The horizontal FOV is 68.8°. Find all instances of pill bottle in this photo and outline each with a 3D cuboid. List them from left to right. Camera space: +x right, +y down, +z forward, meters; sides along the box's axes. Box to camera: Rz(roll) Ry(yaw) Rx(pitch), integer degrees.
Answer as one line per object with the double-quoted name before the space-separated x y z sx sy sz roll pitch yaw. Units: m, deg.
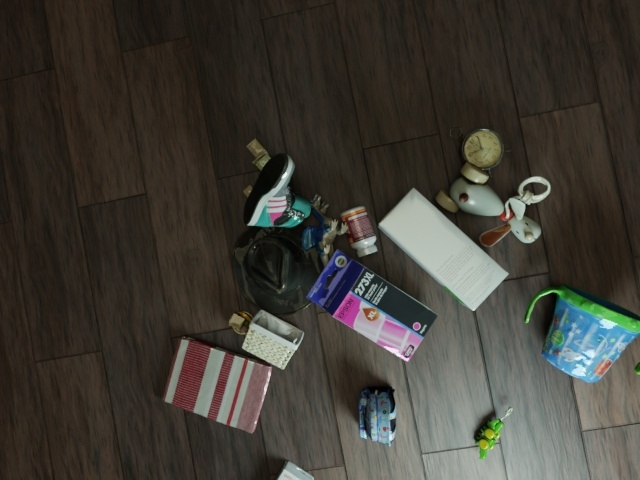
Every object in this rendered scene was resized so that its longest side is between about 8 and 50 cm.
"pill bottle" 0.125 -0.028 1.484 0.086 0.086 0.152 -20 87 5

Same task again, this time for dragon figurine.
"dragon figurine" 0.000 0.000 1.470 0.144 0.085 0.289 9 88 50

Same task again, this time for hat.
"hat" -0.143 0.082 1.486 0.331 0.134 0.331 0 88 5

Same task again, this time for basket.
"basket" -0.153 0.315 1.487 0.167 0.113 0.103 28 106 3

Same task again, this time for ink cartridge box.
"ink cartridge box" -0.106 0.810 1.504 0.109 0.063 0.150 31 92 5
"ink cartridge box" 0.158 0.198 1.411 0.371 0.069 0.175 33 90 -10

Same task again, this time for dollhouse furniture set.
"dollhouse furniture set" -0.217 -0.216 1.511 0.161 0.101 0.182 -41 86 3

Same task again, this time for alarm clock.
"alarm clock" 0.487 -0.293 1.465 0.192 0.064 0.129 37 93 2

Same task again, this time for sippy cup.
"sippy cup" 0.771 0.277 1.362 0.240 0.305 0.224 13 105 -38

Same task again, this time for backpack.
"backpack" 0.174 0.539 1.427 0.117 0.173 0.158 0 90 5

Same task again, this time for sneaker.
"sneaker" -0.101 -0.134 1.412 0.178 0.295 0.123 7 54 -29

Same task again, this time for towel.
"towel" -0.342 0.474 1.548 0.329 0.037 0.237 17 93 7

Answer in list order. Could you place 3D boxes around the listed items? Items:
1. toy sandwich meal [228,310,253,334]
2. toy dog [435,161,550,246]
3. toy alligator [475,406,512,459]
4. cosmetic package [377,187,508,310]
"toy sandwich meal" -0.261 0.271 1.544 0.086 0.029 0.085 0 89 5
"toy dog" 0.512 -0.095 1.396 0.334 0.161 0.220 15 119 9
"toy alligator" 0.530 0.588 1.456 0.051 0.056 0.189 30 93 46
"cosmetic package" 0.355 0.022 1.408 0.365 0.197 0.155 42 94 6
